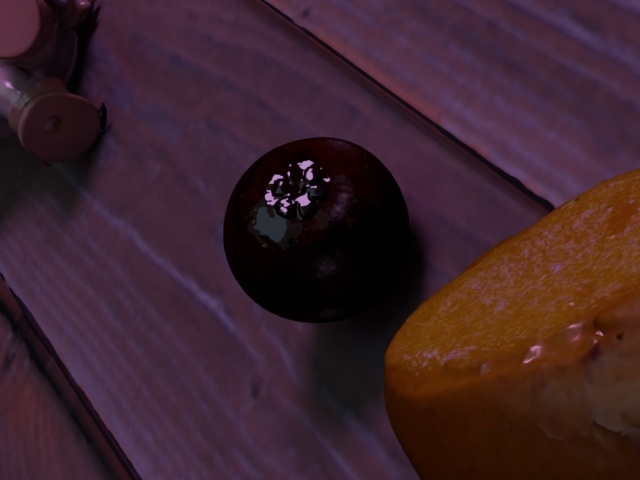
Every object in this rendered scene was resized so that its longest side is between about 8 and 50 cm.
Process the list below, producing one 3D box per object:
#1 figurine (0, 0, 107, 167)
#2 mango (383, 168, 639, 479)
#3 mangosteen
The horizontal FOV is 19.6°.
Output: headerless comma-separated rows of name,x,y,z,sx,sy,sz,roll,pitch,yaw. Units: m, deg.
figurine,-0.216,-0.141,1.138,0.200,0.133,0.276,-51,38,2
mango,0.118,0.043,0.560,0.217,0.102,0.141,-14,35,48
mangosteen,0.000,-0.002,0.785,0.081,0.081,0.081,-34,44,41
